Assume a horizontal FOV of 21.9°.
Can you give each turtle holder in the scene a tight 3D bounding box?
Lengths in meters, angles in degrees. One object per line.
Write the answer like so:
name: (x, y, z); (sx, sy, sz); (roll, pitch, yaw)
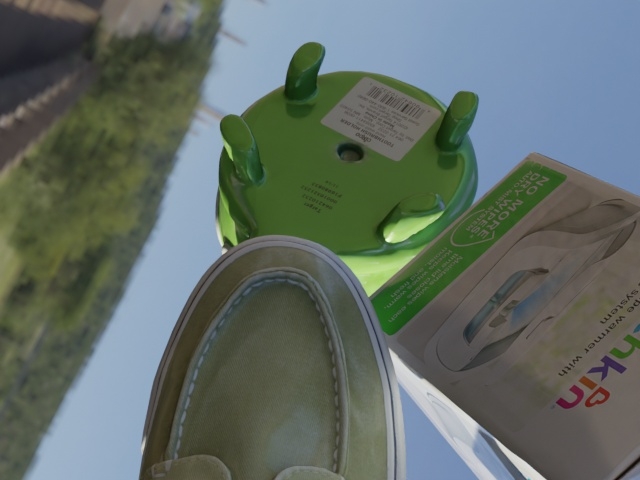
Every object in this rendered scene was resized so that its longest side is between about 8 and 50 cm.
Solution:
turtle holder: (0.019, -0.002, 1.542); (0.227, 0.243, 0.320); (98, -5, -47)

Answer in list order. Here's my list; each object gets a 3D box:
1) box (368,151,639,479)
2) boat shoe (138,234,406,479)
box: (0.169, 0.112, 0.702); (0.127, 0.262, 0.231); (-41, -156, -5)
boat shoe: (-0.025, 0.135, 0.629); (0.094, 0.109, 0.302); (87, 8, -70)
